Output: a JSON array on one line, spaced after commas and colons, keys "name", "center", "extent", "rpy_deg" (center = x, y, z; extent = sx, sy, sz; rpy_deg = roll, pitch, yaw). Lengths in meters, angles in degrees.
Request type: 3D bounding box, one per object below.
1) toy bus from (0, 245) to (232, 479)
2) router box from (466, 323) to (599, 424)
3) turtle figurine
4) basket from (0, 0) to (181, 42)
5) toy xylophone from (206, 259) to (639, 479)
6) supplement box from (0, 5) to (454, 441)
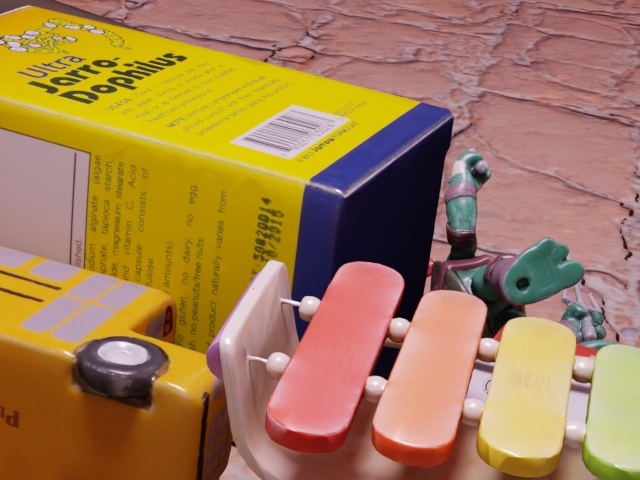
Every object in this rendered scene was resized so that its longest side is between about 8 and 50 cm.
[{"name": "toy bus", "center": [-0.206, 0.072, 0.917], "extent": [0.332, 0.108, 0.130], "rpy_deg": [14, 23, 17]}, {"name": "router box", "center": [0.209, 0.181, 0.819], "extent": [0.335, 0.082, 0.301], "rpy_deg": [16, 25, 19]}, {"name": "turtle figurine", "center": [0.138, 0.034, 1.100], "extent": [0.175, 0.118, 0.234], "rpy_deg": [46, 1, -16]}, {"name": "basket", "center": [-0.233, -0.138, 1.342], "extent": [0.204, 0.154, 0.227], "rpy_deg": [-11, 26, -32]}, {"name": "toy xylophone", "center": [0.103, 0.083, 0.804], "extent": [0.322, 0.081, 0.236], "rpy_deg": [8, 23, 2]}, {"name": "supplement box", "center": [-0.115, -0.019, 1.038], "extent": [0.356, 0.194, 0.195], "rpy_deg": [17, 26, 20]}]
